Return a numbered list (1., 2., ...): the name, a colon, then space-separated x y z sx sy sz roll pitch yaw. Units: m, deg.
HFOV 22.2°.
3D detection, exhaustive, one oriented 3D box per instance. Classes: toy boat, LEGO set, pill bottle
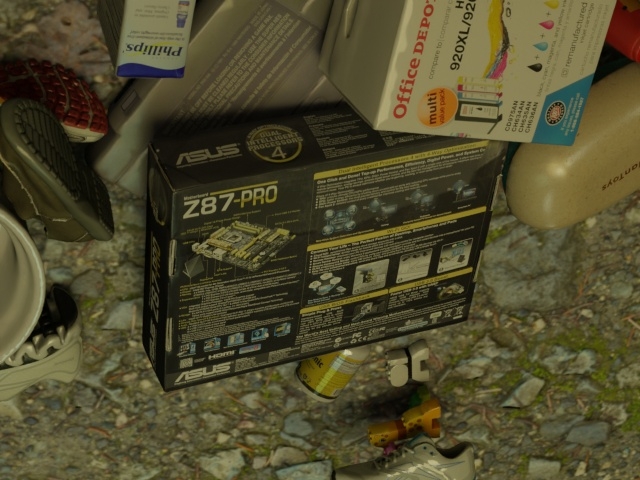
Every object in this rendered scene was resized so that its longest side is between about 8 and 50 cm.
1. toy boat: 0.309 -0.169 1.820 0.267 0.148 0.318 -29 146 -19
2. LEGO set: 0.103 0.247 2.122 0.093 0.087 0.227 -10 127 -9
3. pill bottle: 0.022 0.140 2.030 0.065 0.065 0.116 21 117 -29

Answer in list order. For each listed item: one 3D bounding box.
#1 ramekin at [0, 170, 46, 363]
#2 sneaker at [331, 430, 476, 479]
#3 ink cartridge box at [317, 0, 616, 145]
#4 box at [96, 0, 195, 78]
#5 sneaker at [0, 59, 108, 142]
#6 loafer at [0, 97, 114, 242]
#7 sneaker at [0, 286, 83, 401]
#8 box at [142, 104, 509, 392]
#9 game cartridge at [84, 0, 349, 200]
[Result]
1. ramekin: -0.441 0.018 1.757 0.277 0.135 0.277 -8 129 -11
2. sneaker: 0.107 0.281 2.066 0.191 0.071 0.083 -1 106 -13
3. ink cartridge box: 0.144 -0.210 1.664 0.233 0.168 0.171 3 116 -23
4. box: -0.173 -0.251 1.634 0.072 0.126 0.137 1 127 -19
5. sneaker: -0.335 -0.136 1.715 0.225 0.088 0.092 8 137 -17
6. loafer: -0.290 -0.058 1.680 0.087 0.094 0.251 -16 150 7
7. sneaker: -0.414 0.147 1.891 0.292 0.110 0.118 -11 138 -7
8. box: 0.000 0.000 1.838 0.395 0.097 0.318 -12 138 -19
9. game cartridge: -0.069 -0.168 1.773 0.230 0.068 0.355 31 113 -28
